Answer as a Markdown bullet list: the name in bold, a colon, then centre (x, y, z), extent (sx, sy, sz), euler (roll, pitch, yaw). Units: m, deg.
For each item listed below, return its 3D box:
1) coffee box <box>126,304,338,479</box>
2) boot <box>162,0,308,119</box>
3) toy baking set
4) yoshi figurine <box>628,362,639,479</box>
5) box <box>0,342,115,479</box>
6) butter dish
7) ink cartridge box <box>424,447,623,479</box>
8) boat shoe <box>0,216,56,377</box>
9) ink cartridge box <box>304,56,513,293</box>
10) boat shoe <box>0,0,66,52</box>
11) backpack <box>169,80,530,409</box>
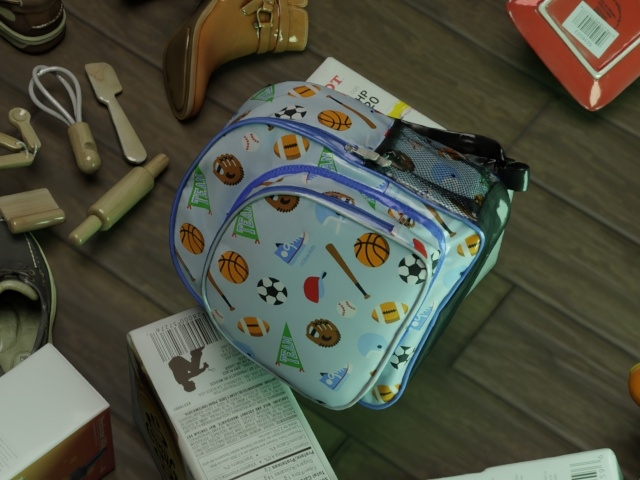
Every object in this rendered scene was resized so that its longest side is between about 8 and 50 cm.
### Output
- **coffee box**: centre (-0.065, 0.221, 1.756), extent (0.119, 0.168, 0.297), euler (-21, 61, -16)
- **boot**: centre (-0.087, -0.219, 2.102), extent (0.152, 0.073, 0.197), euler (9, 85, -30)
- **toy baking set**: centre (-0.260, -0.100, 2.011), extent (0.197, 0.030, 0.256), euler (39, 49, 12)
- **yoshi figurine**: centre (0.412, 0.263, 1.744), extent (0.204, 0.203, 0.362), euler (-4, 60, -14)
- **box**: centre (-0.284, 0.201, 1.779), extent (0.170, 0.130, 0.091), euler (-36, 65, -23)
- **butter dish**: centre (0.293, -0.245, 2.115), extent (0.160, 0.118, 0.160), euler (-41, 98, -5)
- **ink cartridge box**: centre (0.171, 0.340, 1.758), extent (0.239, 0.060, 0.275), euler (-11, 57, 12)
- **boat shoe**: centre (-0.301, 0.062, 1.902), extent (0.080, 0.073, 0.223), euler (-7, 57, -7)
- **ink cartridge box**: centre (0.047, -0.029, 1.924), extent (0.233, 0.168, 0.171), euler (34, 62, 17)
- **boat shoe**: centre (-0.383, -0.314, 2.131), extent (0.257, 0.095, 0.095), euler (32, 61, 17)
- **backpack**: centre (0.000, 0.000, 1.690), extent (0.263, 0.276, 0.213), euler (33, 27, 9)
